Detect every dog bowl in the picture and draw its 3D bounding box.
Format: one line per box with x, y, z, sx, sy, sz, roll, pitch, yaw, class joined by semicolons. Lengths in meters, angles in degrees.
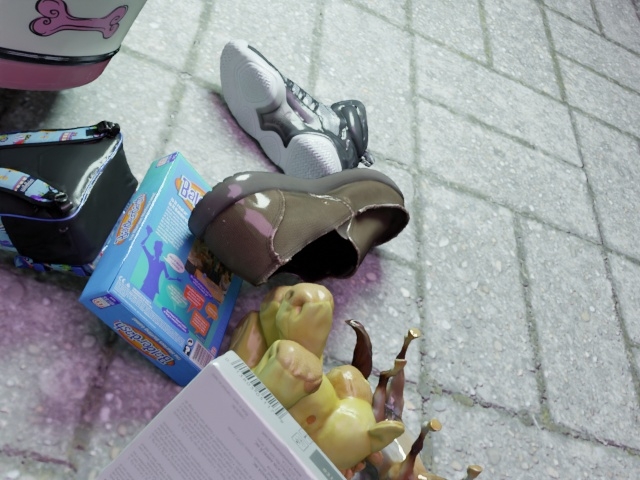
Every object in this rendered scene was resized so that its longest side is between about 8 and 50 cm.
-0.397;-0.308;0.791;0.408;0.150;0.408;21;24;-10;dog bowl

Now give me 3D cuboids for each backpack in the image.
-0.301;-0.047;0.753;0.173;0.117;0.158;3;46;11;backpack

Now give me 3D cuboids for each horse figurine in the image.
0.083;0.213;0.777;0.066;0.174;0.263;2;42;-26;horse figurine

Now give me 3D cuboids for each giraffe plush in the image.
-0.008;0.169;0.728;0.170;0.181;0.210;30;69;-19;giraffe plush

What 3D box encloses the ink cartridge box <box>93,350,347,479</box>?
-0.102;0.243;0.616;0.189;0.232;0.066;47;14;9;ink cartridge box

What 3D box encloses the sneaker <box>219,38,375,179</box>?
-0.029;-0.192;1.048;0.153;0.101;0.269;-30;81;-43;sneaker

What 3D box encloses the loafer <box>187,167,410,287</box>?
0.000;0.000;0.862;0.366;0.134;0.130;-8;60;-51;loafer

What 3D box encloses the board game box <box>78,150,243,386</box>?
-0.156;0.029;0.781;0.160;0.047;0.210;51;37;-33;board game box
